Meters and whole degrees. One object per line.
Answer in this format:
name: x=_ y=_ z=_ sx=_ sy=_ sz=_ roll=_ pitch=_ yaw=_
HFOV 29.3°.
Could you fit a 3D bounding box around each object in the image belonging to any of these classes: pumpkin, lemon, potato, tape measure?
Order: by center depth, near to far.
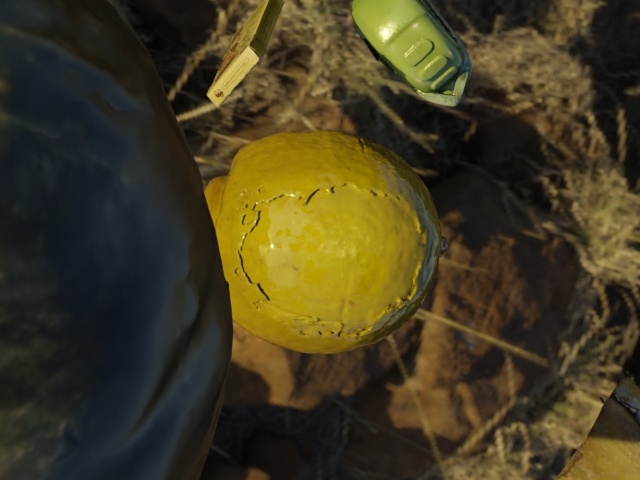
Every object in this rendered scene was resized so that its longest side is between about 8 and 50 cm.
pumpkin: x=-0.251 y=0.007 z=0.548 sx=0.344 sy=0.454 sz=0.454 roll=-43 pitch=130 yaw=-27
potato: x=0.300 y=0.244 z=1.194 sx=0.098 sy=0.138 sz=0.243 roll=-31 pitch=153 yaw=-44
tape measure: x=0.098 y=-0.233 z=1.378 sx=0.087 sy=0.177 sz=0.154 roll=-41 pitch=151 yaw=12
lemon: x=0.000 y=0.000 z=1.506 sx=0.297 sy=0.297 sz=0.297 roll=-18 pitch=117 yaw=-39

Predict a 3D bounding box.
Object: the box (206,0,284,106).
box: x=-0.074 y=-0.193 z=1.226 sx=0.020 sy=0.149 sz=0.073 roll=37 pitch=120 yaw=-16
